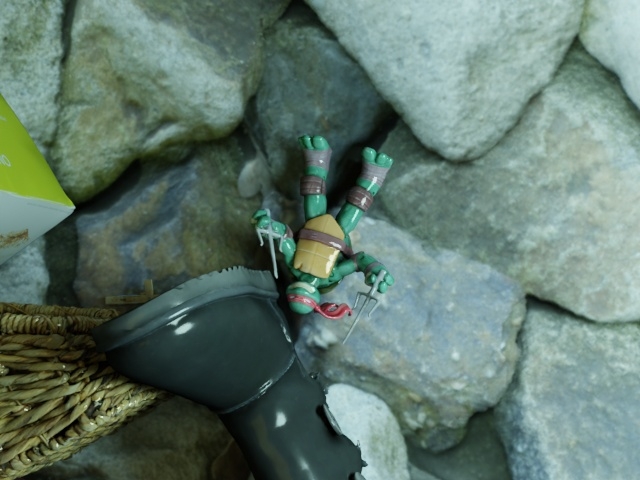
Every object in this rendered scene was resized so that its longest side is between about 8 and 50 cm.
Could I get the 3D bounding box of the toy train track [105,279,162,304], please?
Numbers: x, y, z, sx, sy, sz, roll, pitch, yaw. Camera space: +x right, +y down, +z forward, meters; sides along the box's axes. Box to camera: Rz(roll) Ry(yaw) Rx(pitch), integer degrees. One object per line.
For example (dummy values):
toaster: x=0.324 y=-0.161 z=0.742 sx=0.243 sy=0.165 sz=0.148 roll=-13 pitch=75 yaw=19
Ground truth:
toy train track: x=-0.226 y=0.072 z=1.412 sx=0.083 sy=0.014 sz=0.048 roll=-3 pitch=94 yaw=14

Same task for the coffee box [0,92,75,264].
coffee box: x=-0.552 y=-0.091 z=1.303 sx=0.334 sy=0.337 sz=0.338 roll=-35 pitch=83 yaw=5

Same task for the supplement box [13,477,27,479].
supplement box: x=-0.433 y=0.375 z=1.368 sx=0.194 sy=0.129 sz=0.191 roll=25 pitch=91 yaw=9

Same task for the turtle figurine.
turtle figurine: x=0.000 y=0.000 z=1.330 sx=0.175 sy=0.118 sz=0.234 roll=18 pitch=73 yaw=-8

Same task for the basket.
basket: x=-0.299 y=0.122 z=1.274 sx=0.213 sy=0.299 sz=0.223 roll=-30 pitch=83 yaw=7

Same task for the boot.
boot: x=-0.042 y=0.254 z=1.204 sx=0.146 sy=0.367 sz=0.445 roll=-26 pitch=84 yaw=18
